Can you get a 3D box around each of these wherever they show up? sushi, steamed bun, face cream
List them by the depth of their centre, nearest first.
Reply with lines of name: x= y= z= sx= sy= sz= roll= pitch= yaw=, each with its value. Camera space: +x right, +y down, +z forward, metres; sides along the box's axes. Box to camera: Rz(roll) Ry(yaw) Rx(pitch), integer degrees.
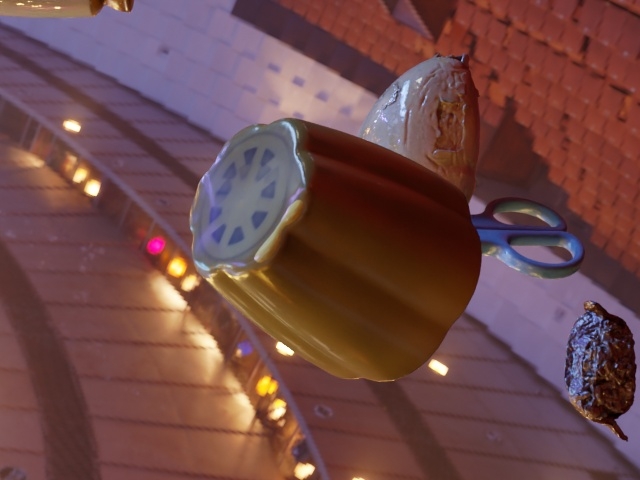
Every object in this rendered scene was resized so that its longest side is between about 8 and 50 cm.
face cream: x=-0.251 y=-0.221 z=0.795 sx=0.182 sy=0.051 sz=0.072 roll=2 pitch=-128 yaw=-3
sushi: x=0.257 y=0.118 z=0.848 sx=0.052 sy=0.120 sz=0.055 roll=10 pitch=171 yaw=-17
steamed bun: x=0.145 y=-0.151 z=1.454 sx=0.166 sy=0.273 sz=0.232 roll=5 pitch=169 yaw=-8

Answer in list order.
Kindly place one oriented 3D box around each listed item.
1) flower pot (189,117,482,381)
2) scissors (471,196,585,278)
flower pot: x=0.000 y=0.000 z=0.750 sx=0.179 sy=0.195 sz=0.195 roll=28 pitch=-165 yaw=-39
scissors: x=0.147 y=-0.011 z=1.325 sx=0.447 sy=0.029 sz=0.193 roll=1 pitch=-147 yaw=-9
